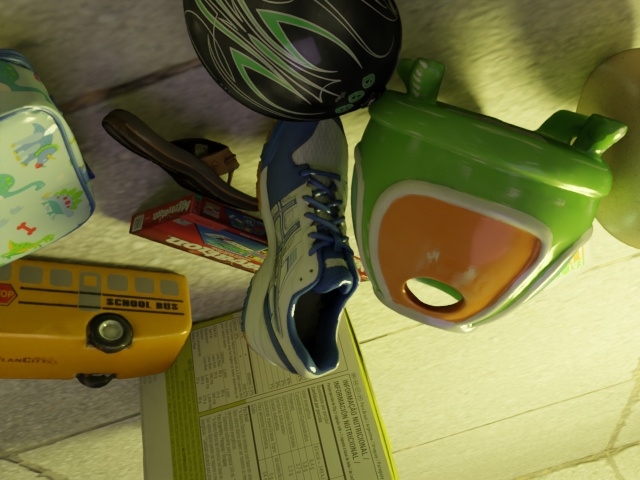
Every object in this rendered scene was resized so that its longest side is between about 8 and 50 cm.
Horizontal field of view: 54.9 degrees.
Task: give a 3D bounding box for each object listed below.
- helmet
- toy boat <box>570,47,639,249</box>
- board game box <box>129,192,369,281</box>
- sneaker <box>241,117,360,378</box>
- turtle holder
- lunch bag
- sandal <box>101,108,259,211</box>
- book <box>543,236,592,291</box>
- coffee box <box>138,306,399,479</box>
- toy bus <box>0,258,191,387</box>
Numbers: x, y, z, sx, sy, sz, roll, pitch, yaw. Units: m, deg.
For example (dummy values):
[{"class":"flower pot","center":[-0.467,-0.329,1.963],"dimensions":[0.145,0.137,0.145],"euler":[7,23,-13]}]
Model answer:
[{"class":"helmet","center":[-0.027,-0.181,0.503],"dimensions":[0.162,0.169,0.169],"euler":[3,142,-49]},{"class":"toy boat","center":[0.360,-0.143,0.604],"dimensions":[0.148,0.267,0.318],"euler":[3,130,5]},{"class":"board game box","center":[-0.078,0.012,0.774],"dimensions":[0.281,0.027,0.145],"euler":[21,159,-38]},{"class":"sneaker","center":[0.000,0.000,0.655],"dimensions":[0.112,0.131,0.296],"euler":[-1,102,-34]},{"class":"turtle holder","center":[0.135,-0.050,0.636],"dimensions":[0.244,0.320,0.227],"euler":[12,107,-18]},{"class":"lunch bag","center":[-0.301,-0.057,0.548],"dimensions":[0.176,0.090,0.219],"euler":[-30,164,-19]},{"class":"sandal","center":[-0.131,-0.087,0.651],"dimensions":[0.219,0.090,0.060],"euler":[35,79,-49]},{"class":"book","center":[0.391,0.018,0.998],"dimensions":[0.096,0.035,0.144],"euler":[-26,140,7]},{"class":"coffee box","center":[-0.061,0.330,0.978],"dimensions":[0.335,0.338,0.337],"euler":[-17,143,1]},{"class":"toy bus","center":[-0.335,0.100,0.760],"dimensions":[0.333,0.130,0.108],"euler":[8,138,-27]}]
